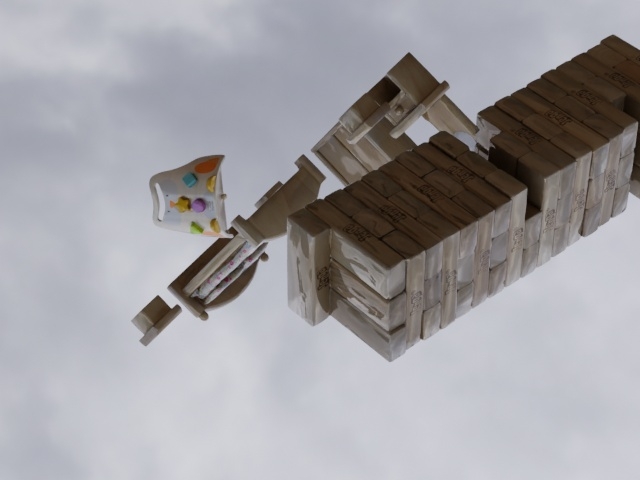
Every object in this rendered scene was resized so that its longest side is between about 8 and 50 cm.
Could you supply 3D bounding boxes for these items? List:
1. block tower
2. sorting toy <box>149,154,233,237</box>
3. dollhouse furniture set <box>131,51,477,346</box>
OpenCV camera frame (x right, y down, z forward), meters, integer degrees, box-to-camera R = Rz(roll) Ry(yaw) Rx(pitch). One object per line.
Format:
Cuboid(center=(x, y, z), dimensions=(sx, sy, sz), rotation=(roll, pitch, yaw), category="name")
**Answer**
Cuboid(center=(0.130, -0.034, 1.313), dimensions=(0.335, 0.091, 0.097), rotation=(-29, -132, -29), category="block tower")
Cuboid(center=(-0.129, -0.038, 1.744), dimensions=(0.075, 0.083, 0.045), rotation=(0, -164, 18), category="sorting toy")
Cuboid(center=(0.000, 0.000, 2.064), dimensions=(0.174, 0.303, 0.355), rotation=(46, -127, -1), category="dollhouse furniture set")
